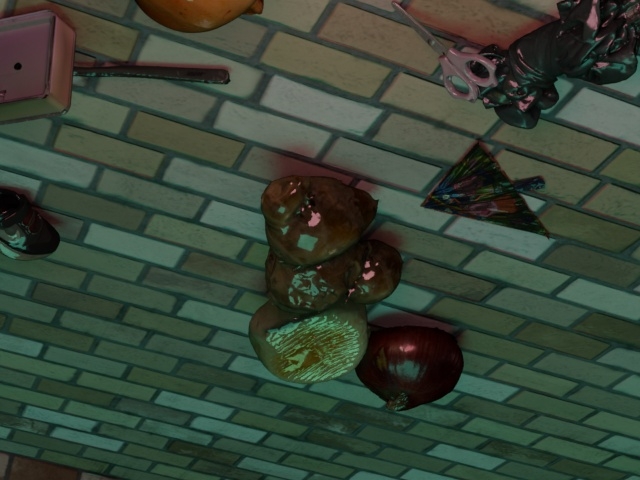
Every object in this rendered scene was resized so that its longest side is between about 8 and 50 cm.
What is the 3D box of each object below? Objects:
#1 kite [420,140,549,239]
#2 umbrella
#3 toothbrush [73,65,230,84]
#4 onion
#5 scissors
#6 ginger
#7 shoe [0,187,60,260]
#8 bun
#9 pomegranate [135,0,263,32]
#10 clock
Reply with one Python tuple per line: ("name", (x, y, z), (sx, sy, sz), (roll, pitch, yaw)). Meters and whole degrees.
("kite", (0.279, -0.071, 2.150), (0.233, 0.016, 0.321), (-11, 145, 28))
("umbrella", (0.352, -0.264, 1.725), (0.143, 0.094, 0.348), (31, 145, -31))
("toothbrush", (-0.285, -0.262, 1.933), (0.297, 0.030, 0.031), (5, 139, 5))
("onion", (0.186, 0.263, 2.611), (0.248, 0.161, 0.248), (-13, 156, -6))
("scissors", (0.169, -0.273, 1.772), (0.189, 0.015, 0.100), (43, 144, -10))
("ginger", (0.000, 0.000, 2.192), (0.256, 0.176, 0.375), (-17, 144, 5))
("shoe", (-0.579, -0.043, 2.303), (0.227, 0.099, 0.112), (22, 139, -23))
("bun", (-0.017, 0.167, 2.480), (0.243, 0.153, 0.244), (-6, 135, -6))
("pomegranate", (-0.155, -0.361, 1.571), (0.209, 0.209, 0.209), (5, 149, 3))
("clock", (-0.466, -0.255, 1.866), (0.191, 0.147, 0.071), (-7, 161, 21))
